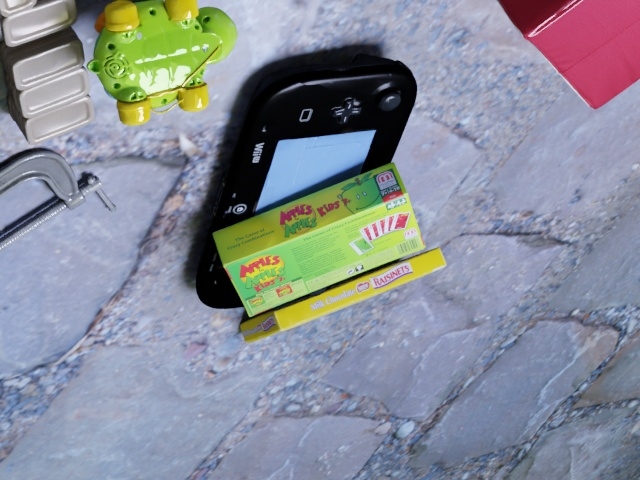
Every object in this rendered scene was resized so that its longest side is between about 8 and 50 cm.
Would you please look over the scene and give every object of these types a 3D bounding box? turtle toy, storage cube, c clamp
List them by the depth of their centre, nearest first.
[{"bbox_3d":[-0.118,-0.145,1.289,0.130,0.066,0.095,-16,112,-27],"label":"turtle toy"},{"bbox_3d":[0.232,-0.256,1.414,0.193,0.215,0.184,-36,152,14],"label":"storage cube"},{"bbox_3d":[-0.256,-0.018,1.448,0.161,0.022,0.137,-31,151,-9],"label":"c clamp"}]

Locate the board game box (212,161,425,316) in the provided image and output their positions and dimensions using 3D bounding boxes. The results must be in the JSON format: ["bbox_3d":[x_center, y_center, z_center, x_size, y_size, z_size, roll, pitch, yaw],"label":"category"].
[{"bbox_3d":[0.000,0.000,1.601,0.181,0.043,0.092,-22,143,1],"label":"board game box"}]

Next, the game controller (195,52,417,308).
[{"bbox_3d":[-0.019,-0.048,1.606,0.166,0.067,0.319,-16,145,-30],"label":"game controller"}]

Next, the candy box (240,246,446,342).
[{"bbox_3d":[0.023,0.058,1.803,0.206,0.027,0.105,-20,176,-25],"label":"candy box"}]

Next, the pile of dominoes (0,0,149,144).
[{"bbox_3d":[-0.223,-0.175,1.260,0.196,0.040,0.251,-24,141,-19],"label":"pile of dominoes"}]
